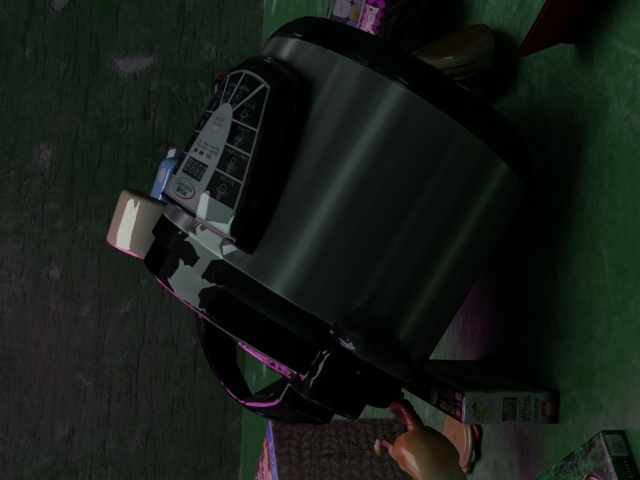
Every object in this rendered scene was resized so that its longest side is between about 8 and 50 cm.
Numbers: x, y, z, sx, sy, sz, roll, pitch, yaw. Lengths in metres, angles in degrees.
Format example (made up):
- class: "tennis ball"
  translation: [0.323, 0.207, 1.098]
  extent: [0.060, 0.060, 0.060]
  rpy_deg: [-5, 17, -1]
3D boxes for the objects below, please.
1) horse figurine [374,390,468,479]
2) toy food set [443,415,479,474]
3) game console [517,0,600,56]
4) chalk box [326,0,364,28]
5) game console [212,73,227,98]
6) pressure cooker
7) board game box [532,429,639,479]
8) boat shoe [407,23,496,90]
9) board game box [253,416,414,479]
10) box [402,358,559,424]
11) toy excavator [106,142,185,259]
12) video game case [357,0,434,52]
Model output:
- class: "horse figurine"
  translation: [0.137, 0.285, 0.816]
  extent: [0.263, 0.066, 0.174]
  rpy_deg: [63, 161, 19]
- class: "toy food set"
  translation: [0.191, 0.268, 0.972]
  extent: [0.083, 0.020, 0.082]
  rpy_deg: [-102, 21, -49]
- class: "game console"
  translation: [0.254, -0.277, 0.737]
  extent: [0.144, 0.085, 0.124]
  rpy_deg: [113, 156, -51]
- class: "chalk box"
  translation: [0.089, -0.437, 1.269]
  extent: [0.213, 0.132, 0.132]
  rpy_deg: [-86, 13, -51]
- class: "game console"
  translation: [-0.089, -0.152, 1.564]
  extent: [0.060, 0.342, 0.386]
  rpy_deg: [28, 115, 59]
- class: "pressure cooker"
  translation: [0.005, 0.003, 0.852]
  extent: [0.420, 0.376, 0.370]
  rpy_deg: [-59, -12, 0]
- class: "board game box"
  translation: [0.247, 0.306, 0.725]
  extent: [0.259, 0.030, 0.136]
  rpy_deg: [111, 160, -49]
- class: "boat shoe"
  translation: [0.182, -0.243, 1.025]
  extent: [0.089, 0.105, 0.285]
  rpy_deg: [63, 178, -14]
- class: "board game box"
  translation: [0.010, 0.444, 1.217]
  extent: [0.141, 0.232, 0.291]
  rpy_deg: [-104, 22, -48]
- class: "box"
  translation: [0.178, 0.176, 0.857]
  extent: [0.207, 0.114, 0.036]
  rpy_deg: [-178, 92, -77]
- class: "toy excavator"
  translation: [-0.191, -0.031, 1.234]
  extent: [0.445, 0.433, 0.222]
  rpy_deg: [23, 95, 54]
- class: "video game case"
  translation: [0.114, -0.331, 1.140]
  extent: [0.232, 0.042, 0.210]
  rpy_deg: [-48, -18, -43]
